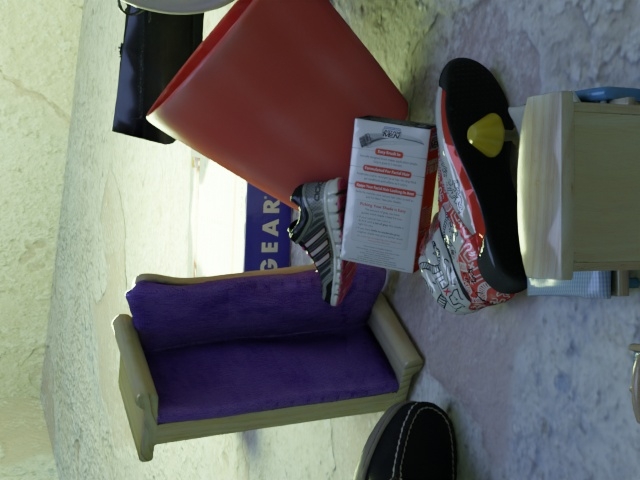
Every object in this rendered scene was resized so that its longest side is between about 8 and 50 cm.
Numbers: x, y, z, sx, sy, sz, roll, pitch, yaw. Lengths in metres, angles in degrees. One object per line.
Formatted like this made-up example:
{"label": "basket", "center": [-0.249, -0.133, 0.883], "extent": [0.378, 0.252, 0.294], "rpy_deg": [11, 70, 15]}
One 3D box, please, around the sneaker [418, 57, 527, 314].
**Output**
{"label": "sneaker", "center": [0.151, -0.053, 1.183], "extent": [0.145, 0.090, 0.270], "rpy_deg": [-41, 56, 56]}

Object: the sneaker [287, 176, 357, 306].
{"label": "sneaker", "center": [0.000, 0.000, 1.300], "extent": [0.063, 0.074, 0.170], "rpy_deg": [-54, -35, -52]}

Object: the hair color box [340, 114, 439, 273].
{"label": "hair color box", "center": [0.081, -0.054, 1.243], "extent": [0.093, 0.053, 0.167], "rpy_deg": [11, 105, 21]}

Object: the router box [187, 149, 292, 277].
{"label": "router box", "center": [-0.145, 0.015, 1.852], "extent": [0.301, 0.082, 0.335], "rpy_deg": [-162, 73, -64]}

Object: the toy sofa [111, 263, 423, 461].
{"label": "toy sofa", "center": [-0.066, 0.141, 1.341], "extent": [0.150, 0.362, 0.177], "rpy_deg": [-119, 31, -47]}

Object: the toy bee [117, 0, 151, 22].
{"label": "toy bee", "center": [-0.123, -0.408, 1.516], "extent": [0.162, 0.195, 0.298], "rpy_deg": [37, 106, 35]}

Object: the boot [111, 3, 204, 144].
{"label": "boot", "center": [-0.208, -0.398, 1.742], "extent": [0.146, 0.367, 0.445], "rpy_deg": [9, 106, 21]}

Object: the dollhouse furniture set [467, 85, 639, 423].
{"label": "dollhouse furniture set", "center": [0.199, 0.006, 0.945], "extent": [0.303, 0.198, 0.286], "rpy_deg": [-179, 89, -66]}

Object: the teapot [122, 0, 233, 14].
{"label": "teapot", "center": [-0.180, -0.418, 1.339], "extent": [0.252, 0.256, 0.187], "rpy_deg": [82, -168, -67]}

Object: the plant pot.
{"label": "plant pot", "center": [-0.041, -0.176, 1.346], "extent": [0.275, 0.243, 0.275], "rpy_deg": [-46, 15, 15]}

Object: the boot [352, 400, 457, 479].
{"label": "boot", "center": [0.153, 0.311, 1.109], "extent": [0.284, 0.138, 0.377], "rpy_deg": [-30, 32, 44]}
